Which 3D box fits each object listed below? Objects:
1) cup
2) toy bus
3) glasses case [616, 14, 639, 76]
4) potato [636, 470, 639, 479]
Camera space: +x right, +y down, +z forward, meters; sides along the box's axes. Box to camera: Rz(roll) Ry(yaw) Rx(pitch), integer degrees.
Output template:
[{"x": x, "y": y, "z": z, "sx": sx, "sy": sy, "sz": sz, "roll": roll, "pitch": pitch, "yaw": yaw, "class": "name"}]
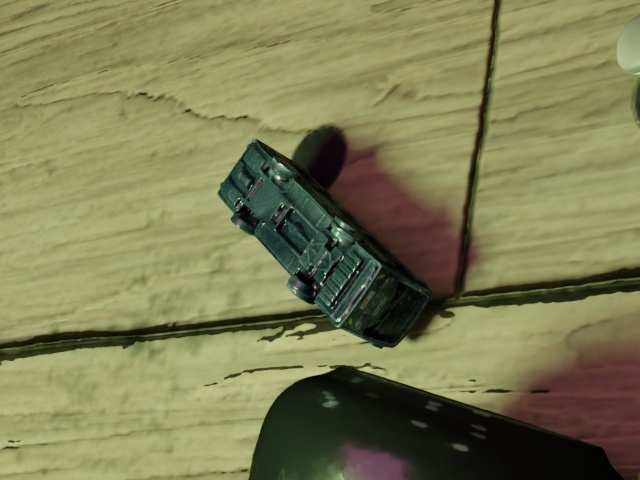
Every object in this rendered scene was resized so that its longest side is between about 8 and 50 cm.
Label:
[{"x": 0.035, "y": 0.154, "z": 0.743, "sx": 0.223, "sy": 0.169, "sz": 0.176, "roll": 180, "pitch": 105, "yaw": -76, "class": "cup"}, {"x": 0.000, "y": 0.000, "z": 0.915, "sx": 0.047, "sy": 0.065, "sz": 0.166, "roll": -54, "pitch": 40, "yaw": 9, "class": "toy bus"}, {"x": 0.184, "y": -0.102, "z": 0.812, "sx": 0.083, "sy": 0.021, "sz": 0.032, "roll": -9, "pitch": 66, "yaw": 43, "class": "glasses case"}, {"x": 0.208, "y": 0.147, "z": 0.584, "sx": 0.251, "sy": 0.113, "sz": 0.149, "roll": 32, "pitch": 95, "yaw": 48, "class": "potato"}]
